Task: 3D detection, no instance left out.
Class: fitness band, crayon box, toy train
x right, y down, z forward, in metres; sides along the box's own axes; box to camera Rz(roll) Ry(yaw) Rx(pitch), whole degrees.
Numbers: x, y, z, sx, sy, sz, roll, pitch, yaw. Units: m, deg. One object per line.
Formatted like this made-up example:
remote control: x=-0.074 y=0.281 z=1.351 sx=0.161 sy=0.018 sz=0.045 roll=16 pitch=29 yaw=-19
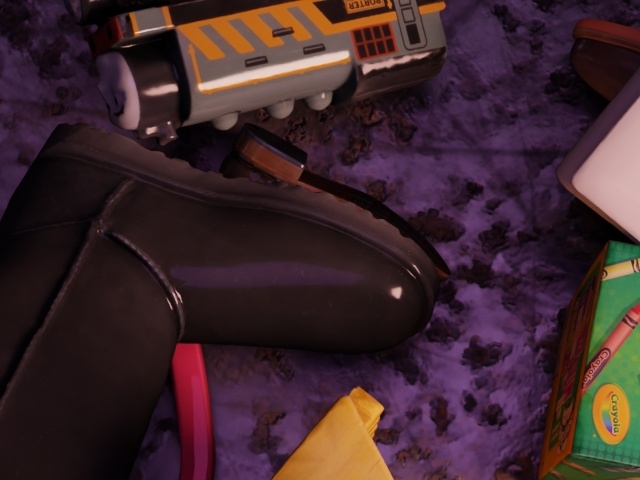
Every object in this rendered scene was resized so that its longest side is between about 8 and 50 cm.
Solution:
fitness band: x=-0.198 y=0.146 z=1.677 sx=0.209 sy=0.054 sz=0.290 roll=-8 pitch=79 yaw=-4
crayon box: x=0.235 y=0.112 z=1.566 sx=0.081 sy=0.278 sz=0.165 roll=11 pitch=79 yaw=3
toy train: x=-0.047 y=-0.196 z=1.669 sx=0.334 sy=0.142 sz=0.190 roll=-15 pitch=88 yaw=-23

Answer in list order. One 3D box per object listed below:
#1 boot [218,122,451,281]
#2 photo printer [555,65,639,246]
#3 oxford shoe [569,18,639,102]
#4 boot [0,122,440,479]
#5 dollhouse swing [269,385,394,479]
boot: x=0.000 y=0.000 z=1.707 sx=0.219 sy=0.082 sz=0.106 roll=34 pitch=103 yaw=2
photo printer: x=0.379 y=-0.091 z=1.567 sx=0.256 sy=0.107 sz=0.307 roll=40 pitch=101 yaw=2
oxford shoe: x=0.344 y=-0.053 z=1.682 sx=0.364 sy=0.130 sz=0.132 roll=38 pitch=89 yaw=8
boot: x=-0.141 y=0.135 z=1.498 sx=0.367 sy=0.146 sz=0.445 roll=16 pitch=46 yaw=9
dollhouse swing: x=0.040 y=0.339 z=1.460 sx=0.305 sy=0.347 sz=0.315 roll=38 pitch=77 yaw=9
